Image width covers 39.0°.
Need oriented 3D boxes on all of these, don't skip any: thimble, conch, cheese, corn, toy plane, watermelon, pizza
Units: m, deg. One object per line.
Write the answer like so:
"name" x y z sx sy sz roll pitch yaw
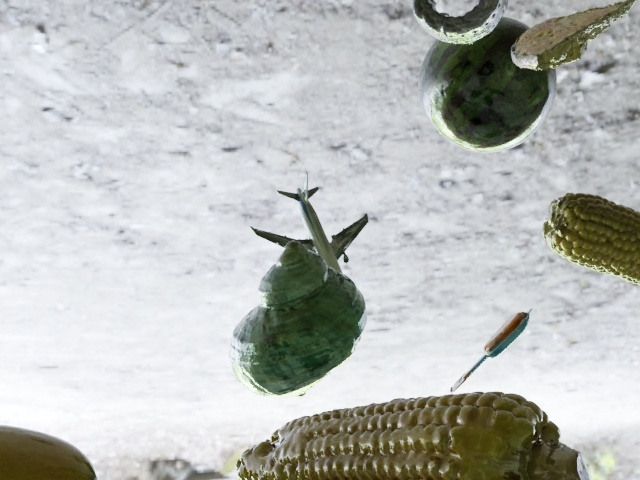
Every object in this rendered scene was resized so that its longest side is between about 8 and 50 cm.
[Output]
"thimble" 0.219 -0.387 1.423 0.150 0.150 0.098 -13 175 19
"conch" -0.033 0.101 1.063 0.122 0.188 0.176 24 179 -41
"cheese" 0.162 0.104 0.856 0.111 0.017 0.047 -47 171 3
"corn" 0.406 0.012 1.142 0.260 0.091 0.091 18 129 -7
"toy plane" -0.002 0.000 1.486 0.226 0.226 0.058 -7 160 -30
"corn" 0.049 0.146 0.569 0.262 0.097 0.097 -13 159 43
"watermelon" 0.345 -0.321 1.869 0.285 0.285 0.285 -4 158 -2
"pizza" 0.209 -0.166 0.735 0.109 0.026 0.123 -22 -162 18

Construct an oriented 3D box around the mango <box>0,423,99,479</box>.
"mango" -0.317 0.276 0.741 0.211 0.173 0.317 40 96 -23
